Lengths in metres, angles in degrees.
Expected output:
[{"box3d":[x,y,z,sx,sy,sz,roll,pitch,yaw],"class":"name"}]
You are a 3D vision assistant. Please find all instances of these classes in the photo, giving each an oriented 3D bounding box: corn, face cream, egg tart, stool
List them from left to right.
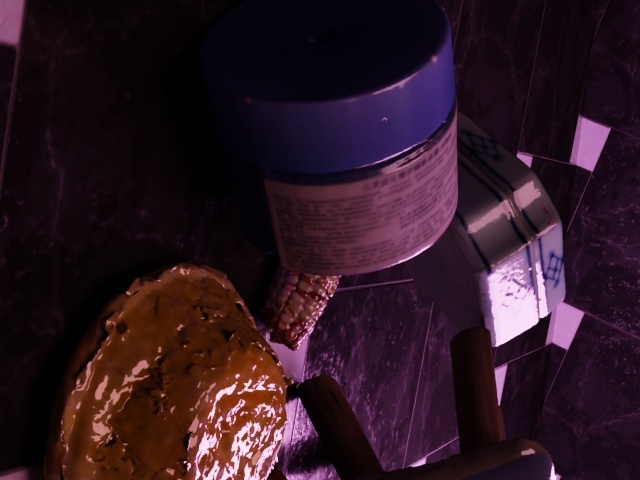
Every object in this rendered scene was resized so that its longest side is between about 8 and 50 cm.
[{"box3d":[-0.130,0.181,1.004,0.341,0.132,0.341,-34,130,-53],"class":"egg tart"},{"box3d":[0.000,0.000,1.249,0.280,0.092,0.092,-63,151,-19],"class":"corn"},{"box3d":[0.015,-0.115,1.035,0.249,0.249,0.225,-53,146,-41],"class":"face cream"},{"box3d":[0.142,0.302,1.367,0.310,0.310,0.226,69,3,-51],"class":"stool"}]

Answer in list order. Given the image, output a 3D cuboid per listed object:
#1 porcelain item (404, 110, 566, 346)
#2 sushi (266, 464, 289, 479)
[{"box3d":[0.211,-0.020,1.424,0.157,0.286,0.281,-32,137,-11],"class":"porcelain item"},{"box3d":[-0.085,0.402,1.189,0.167,0.179,0.296,-65,160,-63],"class":"sushi"}]
